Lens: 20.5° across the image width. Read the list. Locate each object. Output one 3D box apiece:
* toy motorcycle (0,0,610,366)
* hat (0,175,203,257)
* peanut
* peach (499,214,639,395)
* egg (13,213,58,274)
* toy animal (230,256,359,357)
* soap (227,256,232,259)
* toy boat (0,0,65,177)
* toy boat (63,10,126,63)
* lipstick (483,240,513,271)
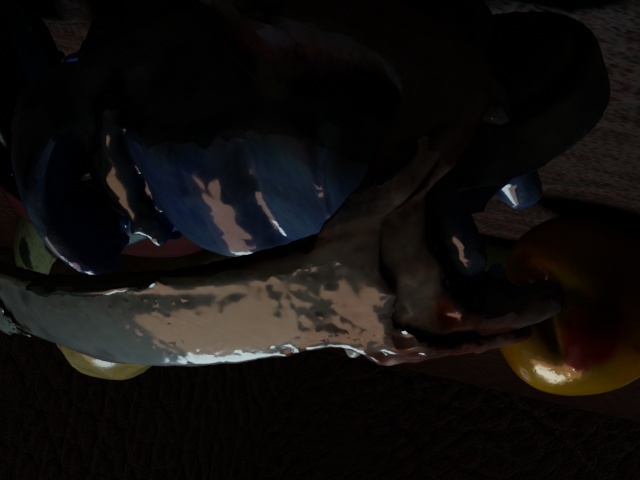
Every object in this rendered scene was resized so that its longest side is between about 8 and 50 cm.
[{"bbox_3d":[-0.039,-0.053,0.805,0.319,0.182,0.241,10,-162,42],"label":"toy motorcycle"},{"bbox_3d":[-0.160,-0.055,1.437,0.206,0.089,0.205,14,-162,-5],"label":"hat"},{"bbox_3d":[-0.156,0.032,1.534,0.130,0.130,0.290,15,-164,9],"label":"peanut"},{"bbox_3d":[0.200,0.052,1.322,0.138,0.138,0.138,16,173,2],"label":"peach"},{"bbox_3d":[-0.216,-0.002,1.738,0.177,0.177,0.228,15,157,9],"label":"egg"},{"bbox_3d":[-0.006,0.014,1.504,0.141,0.138,0.282,21,172,-4],"label":"toy animal"},{"bbox_3d":[-0.190,0.011,2.041,0.289,0.112,0.182,19,173,-26],"label":"soap"},{"bbox_3d":[-0.230,-0.116,1.193,0.092,0.134,0.299,-23,-167,-30],"label":"toy boat"},{"bbox_3d":[-0.123,-0.082,1.103,0.091,0.110,0.175,15,172,6],"label":"toy boat"},{"bbox_3d":[0.063,0.019,1.659,0.304,0.076,0.076,12,173,33],"label":"lipstick"}]
